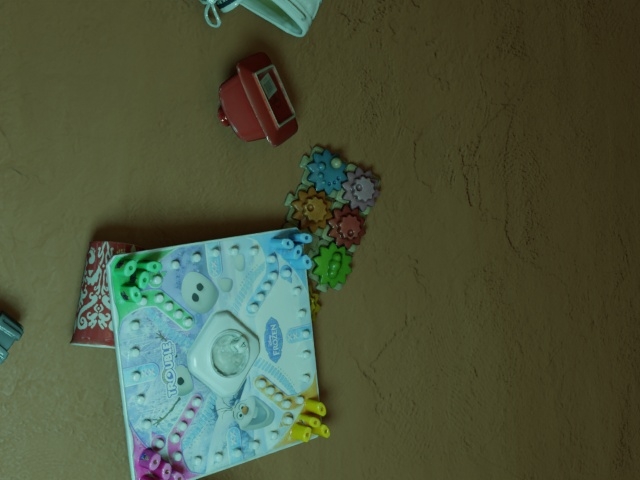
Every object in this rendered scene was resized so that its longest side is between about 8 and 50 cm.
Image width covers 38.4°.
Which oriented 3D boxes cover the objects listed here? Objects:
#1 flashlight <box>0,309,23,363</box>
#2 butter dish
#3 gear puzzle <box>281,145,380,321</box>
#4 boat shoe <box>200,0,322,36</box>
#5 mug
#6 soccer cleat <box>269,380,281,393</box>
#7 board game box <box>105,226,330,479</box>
[{"bbox_3d":[-0.597,0.082,1.379,0.304,0.103,0.103,42,26,-17],"label":"flashlight"},{"bbox_3d":[-0.128,-0.236,1.622,0.160,0.118,0.160,67,23,-12],"label":"butter dish"},{"bbox_3d":[0.000,0.000,1.716,0.175,0.044,0.339,26,78,-25],"label":"gear puzzle"},{"bbox_3d":[-0.164,-0.453,1.605,0.367,0.135,0.157,22,82,-35],"label":"boat shoe"},{"bbox_3d":[-0.332,0.094,1.518,0.150,0.113,0.169,13,78,-48],"label":"mug"},{"bbox_3d":[-0.148,0.260,1.631,0.178,0.060,0.072,-14,86,-33],"label":"soccer cleat"},{"bbox_3d":[-0.154,0.193,1.549,0.389,0.050,0.390,-10,96,-39],"label":"board game box"}]
